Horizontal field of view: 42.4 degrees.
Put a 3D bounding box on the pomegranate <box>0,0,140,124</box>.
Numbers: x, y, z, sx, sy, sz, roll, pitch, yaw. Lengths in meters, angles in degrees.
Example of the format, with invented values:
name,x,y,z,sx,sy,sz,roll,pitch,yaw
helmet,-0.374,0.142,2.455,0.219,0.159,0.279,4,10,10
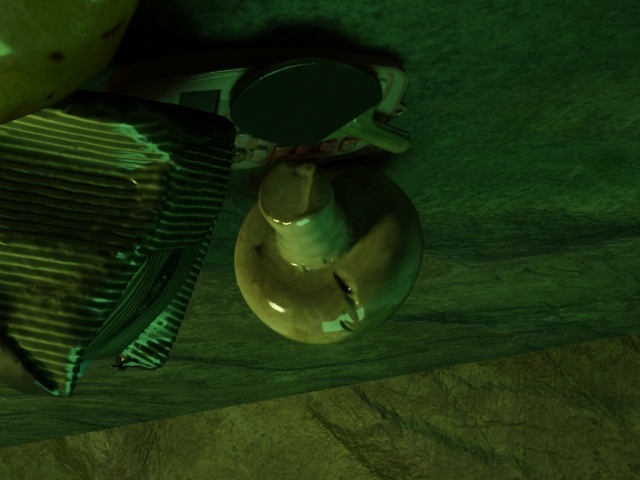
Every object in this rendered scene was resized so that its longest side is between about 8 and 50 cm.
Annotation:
name,x,y,z,sx,sy,sz,roll,pitch,yaw
pomegranate,-0.216,-0.174,0.492,0.233,0.233,0.233,-7,159,-3

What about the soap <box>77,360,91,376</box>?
name,x,y,z,sx,sy,sz,roll,pitch,yaw
soap,-0.405,0.080,1.079,0.156,0.293,0.077,9,116,-42

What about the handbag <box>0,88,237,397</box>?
name,x,y,z,sx,sy,sz,roll,pitch,yaw
handbag,-0.253,-0.016,0.688,0.341,0.240,0.247,11,-176,15

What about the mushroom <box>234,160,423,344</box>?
name,x,y,z,sx,sy,sz,roll,pitch,yaw
mushroom,0.000,0.000,1.008,0.243,0.243,0.243,-7,159,-3

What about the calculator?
name,x,y,z,sx,sy,sz,roll,pitch,yaw
calculator,-0.063,-0.137,0.887,0.330,0.048,0.220,-5,158,-15

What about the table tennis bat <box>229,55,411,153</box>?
name,x,y,z,sx,sy,sz,roll,pitch,yaw
table tennis bat,0.015,-0.130,0.860,0.138,0.022,0.246,-28,155,35
